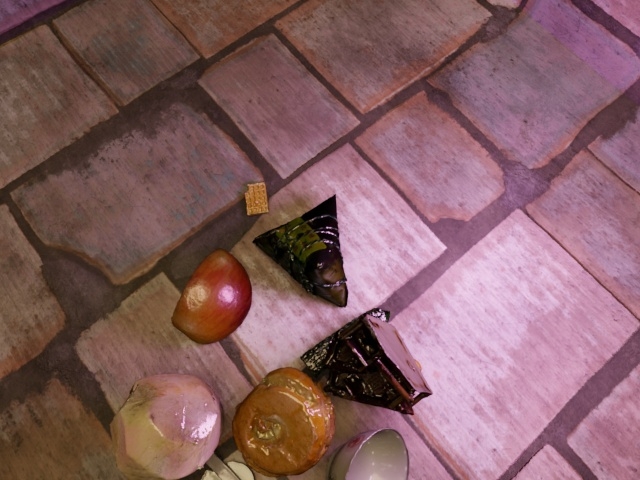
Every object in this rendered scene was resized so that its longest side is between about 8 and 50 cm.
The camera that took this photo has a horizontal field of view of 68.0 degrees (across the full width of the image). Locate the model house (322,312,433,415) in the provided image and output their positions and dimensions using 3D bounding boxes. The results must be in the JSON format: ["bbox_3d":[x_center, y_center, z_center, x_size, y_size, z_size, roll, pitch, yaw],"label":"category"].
[{"bbox_3d":[0.139,0.429,1.501,0.282,0.317,0.297,-34,57,18],"label":"model house"}]

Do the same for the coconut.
[{"bbox_3d":[-0.476,0.576,1.474,0.352,0.353,0.353,0,71,-1],"label":"coconut"}]

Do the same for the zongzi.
[{"bbox_3d":[0.000,0.000,1.735,0.362,0.319,0.383,-42,58,-12],"label":"zongzi"}]

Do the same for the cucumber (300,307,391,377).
[{"bbox_3d":[0.098,0.340,1.674,0.359,0.096,0.096,-35,75,-12],"label":"cucumber"}]

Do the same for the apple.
[{"bbox_3d":[-0.380,0.196,1.702,0.179,0.254,0.346,5,62,46],"label":"apple"}]

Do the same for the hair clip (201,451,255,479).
[{"bbox_3d":[-0.292,0.782,1.538,0.220,0.054,0.140,44,71,10],"label":"hair clip"}]

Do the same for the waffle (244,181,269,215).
[{"bbox_3d":[-0.256,-0.165,1.885,0.092,0.021,0.135,-11,71,-5],"label":"waffle"}]

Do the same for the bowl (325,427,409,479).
[{"bbox_3d":[0.119,0.733,1.477,0.157,0.337,0.337,2,64,43],"label":"bowl"}]

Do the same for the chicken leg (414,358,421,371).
[{"bbox_3d":[0.257,0.481,1.641,0.207,0.101,0.085,-42,72,7],"label":"chicken leg"}]

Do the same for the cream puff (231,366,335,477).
[{"bbox_3d":[-0.111,0.565,1.507,0.326,0.231,0.343,5,87,16],"label":"cream puff"}]
